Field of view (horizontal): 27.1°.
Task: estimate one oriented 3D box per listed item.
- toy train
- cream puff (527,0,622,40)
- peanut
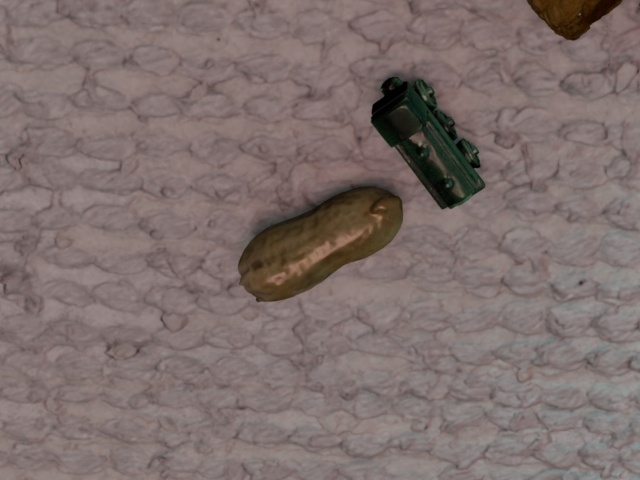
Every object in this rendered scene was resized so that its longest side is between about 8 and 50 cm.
[{"bbox_3d":[0.123,-0.107,1.507,0.071,0.111,0.170,-32,109,20],"label":"toy train"},{"bbox_3d":[0.265,-0.328,1.391,0.169,0.183,0.183,46,110,10],"label":"cream puff"},{"bbox_3d":[0.000,0.000,1.566,0.214,0.099,0.099,-31,110,10],"label":"peanut"}]
